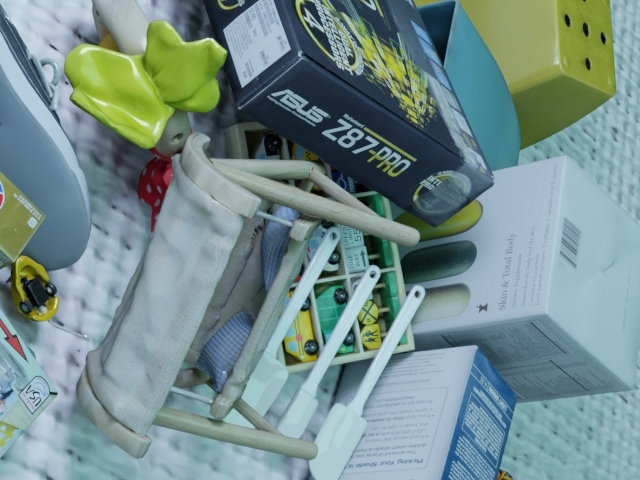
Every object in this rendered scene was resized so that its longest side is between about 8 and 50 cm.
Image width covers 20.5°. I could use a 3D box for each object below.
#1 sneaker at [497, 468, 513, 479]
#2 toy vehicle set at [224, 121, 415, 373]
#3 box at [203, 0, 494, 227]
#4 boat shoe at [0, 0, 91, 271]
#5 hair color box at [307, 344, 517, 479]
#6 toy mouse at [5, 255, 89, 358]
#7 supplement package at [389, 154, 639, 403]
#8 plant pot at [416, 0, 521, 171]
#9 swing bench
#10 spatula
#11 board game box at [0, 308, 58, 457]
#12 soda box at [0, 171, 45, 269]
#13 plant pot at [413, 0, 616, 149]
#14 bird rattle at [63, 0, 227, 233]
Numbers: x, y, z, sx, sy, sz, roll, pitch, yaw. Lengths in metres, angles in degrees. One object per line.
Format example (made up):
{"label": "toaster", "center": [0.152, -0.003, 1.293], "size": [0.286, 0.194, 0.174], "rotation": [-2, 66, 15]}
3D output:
{"label": "sneaker", "center": [0.179, 0.284, 2.064], "size": [0.215, 0.083, 0.084], "rotation": [37, 54, -40]}
{"label": "toy vehicle set", "center": [0.000, 0.000, 1.883], "size": [0.166, 0.035, 0.267], "rotation": [-10, 88, -28]}
{"label": "box", "center": [-0.001, -0.231, 1.820], "size": [0.318, 0.097, 0.395], "rotation": [32, 29, -44]}
{"label": "boat shoe", "center": [-0.281, -0.117, 1.539], "size": [0.306, 0.113, 0.105], "rotation": [61, 20, -27]}
{"label": "hair color box", "center": [0.076, 0.284, 1.849], "size": [0.105, 0.174, 0.347], "rotation": [50, 45, -36]}
{"label": "toy mouse", "center": [-0.292, 0.065, 1.534], "size": [0.143, 0.031, 0.161], "rotation": [-48, 116, -42]}
{"label": "supplement package", "center": [0.204, 0.056, 2.005], "size": [0.198, 0.263, 0.199], "rotation": [38, 53, -41]}
{"label": "plant pot", "center": [0.132, -0.133, 2.053], "size": [0.234, 0.166, 0.165], "rotation": [43, 49, -43]}
{"label": "swing bench", "center": [-0.084, 0.052, 1.618], "size": [0.255, 0.165, 0.253], "rotation": [11, 110, -50]}
{"label": "spatula", "center": [0.006, 0.116, 1.840], "size": [0.168, 0.019, 0.242], "rotation": [35, 73, -21]}
{"label": "board game box", "center": [-0.365, 0.073, 1.396], "size": [0.213, 0.046, 0.317], "rotation": [-50, 121, -36]}
{"label": "soda box", "center": [-0.321, -0.053, 1.479], "size": [0.181, 0.058, 0.061], "rotation": [46, 46, -20]}
{"label": "plant pot", "center": [0.253, -0.244, 2.219], "size": [0.212, 0.187, 0.212], "rotation": [14, 69, -51]}
{"label": "bird rattle", "center": [-0.152, -0.141, 1.671], "size": [0.207, 0.143, 0.253], "rotation": [63, -2, 25]}
